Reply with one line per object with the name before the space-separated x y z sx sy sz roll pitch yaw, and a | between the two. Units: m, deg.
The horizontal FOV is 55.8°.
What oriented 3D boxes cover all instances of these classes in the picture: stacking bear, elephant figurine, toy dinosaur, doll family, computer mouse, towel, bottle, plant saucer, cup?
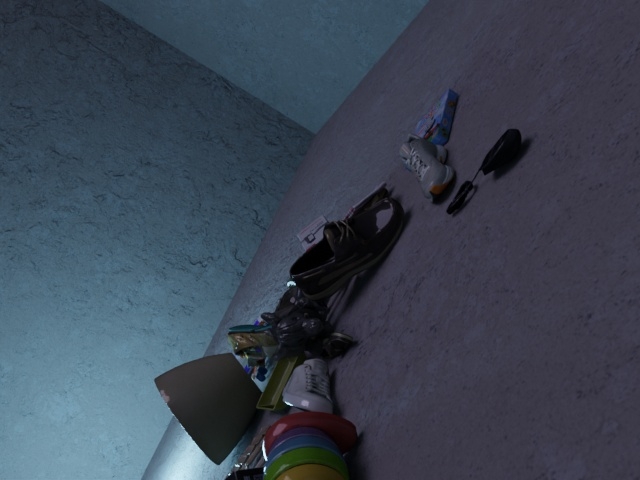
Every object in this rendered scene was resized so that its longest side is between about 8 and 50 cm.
stacking bear | -0.015 0.440 1.025 0.175 0.164 0.289 -57 17 13
elephant figurine | -0.074 0.228 1.557 0.186 0.169 0.239 -57 -16 9
toy dinosaur | -0.088 0.209 1.950 0.313 0.121 0.160 -96 25 -77
doll family | -0.202 0.346 2.082 0.262 0.118 0.163 -59 13 -1
computer mouse | 0.334 -0.131 1.235 0.242 0.041 0.071 -57 1 46
towel | 0.120 -0.106 1.881 0.144 0.029 0.197 -41 -5 -25
bottle | -0.269 0.414 2.262 0.282 0.092 0.118 -59 11 4
plant saucer | -0.102 0.401 1.718 0.188 0.045 0.188 -65 13 -21
cup | -0.321 0.490 1.889 0.237 0.331 0.331 -37 7 -13

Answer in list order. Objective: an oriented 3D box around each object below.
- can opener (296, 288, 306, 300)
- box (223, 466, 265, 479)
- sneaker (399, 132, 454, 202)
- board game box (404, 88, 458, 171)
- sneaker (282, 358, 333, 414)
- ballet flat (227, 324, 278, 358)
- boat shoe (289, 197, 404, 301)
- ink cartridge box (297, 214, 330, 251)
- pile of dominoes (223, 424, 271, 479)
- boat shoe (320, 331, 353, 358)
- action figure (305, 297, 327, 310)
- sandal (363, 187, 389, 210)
can opener | 0.016 0.077 1.887 0.283 0.095 0.076 -64 13 -20
box | -0.171 0.612 1.163 0.307 0.077 0.242 -50 46 39
sneaker | 0.248 -0.185 1.493 0.099 0.121 0.262 -55 13 25
board game box | 0.316 -0.312 1.721 0.160 0.039 0.211 -47 17 49
sneaker | -0.024 0.334 1.407 0.123 0.106 0.290 -64 11 -9
ballet flat | -0.174 0.312 1.880 0.349 0.123 0.123 -16 43 51
boat shoe | 0.066 0.016 1.577 0.355 0.130 0.132 -44 42 8
ink cartridge box | 0.000 0.000 1.886 0.109 0.063 0.150 -38 32 4
pile of dominoes | -0.187 0.619 1.628 0.251 0.040 0.196 -53 10 -7
boat shoe | 0.038 0.260 1.475 0.152 0.056 0.049 123 167 -66
action figure | 0.033 0.111 1.743 0.285 0.099 0.185 -57 6 -3
sandal | 0.172 -0.099 1.769 0.090 0.060 0.219 -47 -3 -3
